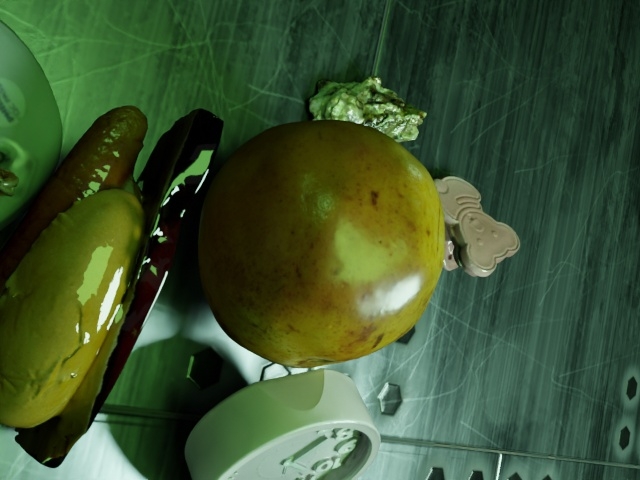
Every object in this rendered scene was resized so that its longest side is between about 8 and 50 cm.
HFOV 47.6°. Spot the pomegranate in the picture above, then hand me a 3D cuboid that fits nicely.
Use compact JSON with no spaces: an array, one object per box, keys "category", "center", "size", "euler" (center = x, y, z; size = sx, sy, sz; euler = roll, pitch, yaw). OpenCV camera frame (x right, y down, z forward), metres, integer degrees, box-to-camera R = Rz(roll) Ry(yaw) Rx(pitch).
[{"category":"pomegranate","center":[0.000,0.000,0.741],"size":[0.264,0.264,0.264],"euler":[-2,93,-41]}]

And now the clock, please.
[{"category":"clock","center":[-0.038,0.221,0.761],"size":[0.197,0.068,0.197],"euler":[-17,141,-15]}]

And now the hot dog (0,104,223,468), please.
[{"category":"hot dog","center":[-0.216,0.022,0.605],"size":[0.107,0.194,0.326],"euler":[25,80,-32]}]

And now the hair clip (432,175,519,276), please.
[{"category":"hair clip","center":[0.206,-0.025,1.015],"size":[0.123,0.102,0.138],"euler":[-20,104,-41]}]

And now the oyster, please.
[{"category":"oyster","center":[0.056,-0.160,0.916],"size":[0.166,0.053,0.108],"euler":[-19,93,-32]}]

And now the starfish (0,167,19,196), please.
[{"category":"starfish","center":[-0.330,-0.009,0.491],"size":[0.241,0.043,0.227],"euler":[-4,109,-34]}]

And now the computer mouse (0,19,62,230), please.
[{"category":"computer mouse","center":[-0.352,-0.050,0.542],"size":[0.331,0.095,0.197],"euler":[-38,125,-23]}]
